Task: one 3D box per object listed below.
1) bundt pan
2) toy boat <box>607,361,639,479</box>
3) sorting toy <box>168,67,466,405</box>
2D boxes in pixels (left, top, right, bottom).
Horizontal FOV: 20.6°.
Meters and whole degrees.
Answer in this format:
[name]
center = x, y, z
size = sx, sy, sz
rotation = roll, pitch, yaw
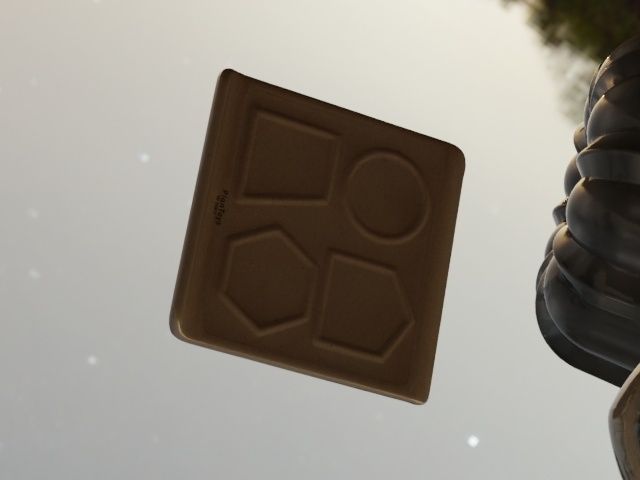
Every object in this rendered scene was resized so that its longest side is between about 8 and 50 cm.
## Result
[bundt pan]
center = 0.267, -0.033, 1.498
size = 0.124, 0.331, 0.331
rotation = 16, -169, 5
[toy boat]
center = 0.309, 0.064, 1.054
size = 0.267, 0.318, 0.148
rotation = 7, 179, -21
[sorting toy]
center = 0.000, 0.000, 1.215
size = 0.208, 0.193, 0.038
rotation = 18, 162, -25
